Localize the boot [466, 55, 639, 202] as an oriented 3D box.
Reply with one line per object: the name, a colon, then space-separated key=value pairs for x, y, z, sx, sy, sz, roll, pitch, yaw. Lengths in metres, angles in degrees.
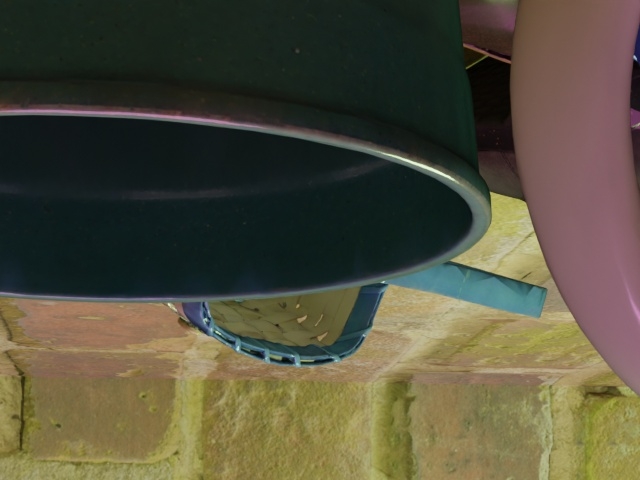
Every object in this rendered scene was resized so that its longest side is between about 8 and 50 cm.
boot: x=0.171 y=-0.013 z=1.034 sx=0.118 sy=0.222 sz=0.338 roll=-38 pitch=-165 yaw=-17

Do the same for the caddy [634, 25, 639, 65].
caddy: x=0.303 y=-0.124 z=0.770 sx=0.341 sy=0.179 sz=0.241 roll=7 pitch=143 yaw=-27

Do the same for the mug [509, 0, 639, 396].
mug: x=0.224 y=-0.080 z=0.453 sx=0.374 sy=0.328 sz=0.276 roll=-30 pitch=-155 yaw=-11

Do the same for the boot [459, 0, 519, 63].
boot: x=0.080 y=-0.155 z=0.808 sx=0.248 sy=0.090 sz=0.207 roll=-1 pitch=170 yaw=19

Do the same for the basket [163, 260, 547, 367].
basket: x=0.000 y=0.000 z=1.188 sx=0.289 sy=0.201 sz=0.255 roll=12 pitch=177 yaw=40

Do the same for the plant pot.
plant pot: x=-0.078 y=-0.126 z=0.571 sx=0.272 sy=0.255 sz=0.271 roll=0 pitch=166 yaw=0
